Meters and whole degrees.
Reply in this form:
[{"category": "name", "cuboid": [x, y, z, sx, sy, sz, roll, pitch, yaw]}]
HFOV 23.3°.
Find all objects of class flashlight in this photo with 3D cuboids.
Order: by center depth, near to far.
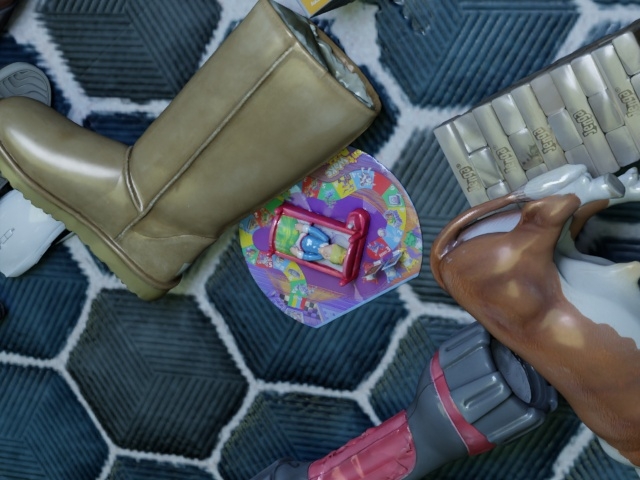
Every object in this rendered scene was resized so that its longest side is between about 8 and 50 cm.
[{"category": "flashlight", "cuboid": [0.051, 0.173, 1.296, 0.304, 0.103, 0.103, -34, 92, 27]}]

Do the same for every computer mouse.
[{"category": "computer mouse", "cuboid": [-0.288, -0.003, 1.423, 0.193, 0.042, 0.106, -39, 87, 28]}]

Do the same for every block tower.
[{"category": "block tower", "cuboid": [0.253, -0.120, 1.124, 0.335, 0.097, 0.091, -25, 95, 26]}]

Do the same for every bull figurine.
[{"category": "bull figurine", "cuboid": [0.228, 0.069, 1.139, 0.310, 0.101, 0.188, 37, 121, -17]}]

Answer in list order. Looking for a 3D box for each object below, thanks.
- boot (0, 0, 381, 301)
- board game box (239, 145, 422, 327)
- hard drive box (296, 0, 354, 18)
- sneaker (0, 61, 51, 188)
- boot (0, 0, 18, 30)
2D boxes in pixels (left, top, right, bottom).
[{"category": "boot", "cuboid": [-0.121, -0.107, 1.287, 0.236, 0.089, 0.269, 43, 116, -11]}, {"category": "board game box", "cuboid": [0.000, 0.000, 1.304, 0.169, 0.033, 0.133, -29, 93, 28]}, {"category": "hard drive box", "cuboid": [0.006, -0.316, 1.172, 0.181, 0.089, 0.232, -35, 90, 28]}, {"category": "sneaker", "cuboid": [-0.335, -0.081, 1.401, 0.222, 0.083, 0.118, -55, 41, 6]}, {"category": "boot", "cuboid": [-0.331, -0.320, 1.250, 0.264, 0.096, 0.280, 44, 144, 5]}]
